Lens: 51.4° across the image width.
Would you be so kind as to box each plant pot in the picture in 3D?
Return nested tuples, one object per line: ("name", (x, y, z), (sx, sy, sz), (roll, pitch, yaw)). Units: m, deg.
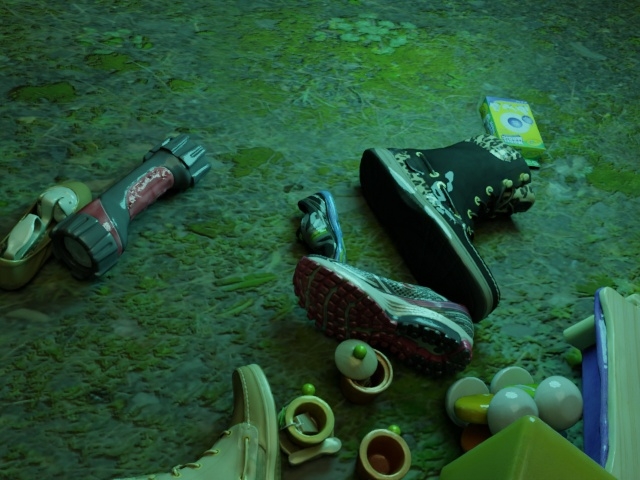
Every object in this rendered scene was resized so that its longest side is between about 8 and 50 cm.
("plant pot", (0.240, 0.372, 0.769), (0.212, 0.212, 0.187), (37, 48, 4))

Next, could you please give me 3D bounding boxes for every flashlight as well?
("flashlight", (-0.292, -0.062, 1.075), (0.103, 0.103, 0.304), (-1, 33, 37))

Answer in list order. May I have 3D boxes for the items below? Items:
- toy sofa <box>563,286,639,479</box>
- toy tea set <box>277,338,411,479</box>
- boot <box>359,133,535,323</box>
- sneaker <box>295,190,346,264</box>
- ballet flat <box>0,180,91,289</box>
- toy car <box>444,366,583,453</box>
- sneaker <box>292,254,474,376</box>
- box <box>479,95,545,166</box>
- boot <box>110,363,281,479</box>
("toy sofa", (0.421, 0.256, 0.955), (0.177, 0.150, 0.363), (29, 49, -12))
("toy tea set", (0.041, 0.278, 0.871), (0.199, 0.124, 0.336), (1, 52, -14))
("boot", (0.270, -0.047, 1.195), (0.284, 0.138, 0.377), (-15, 52, -26))
("sneaker", (0.000, 0.000, 1.133), (0.078, 0.067, 0.188), (-13, 56, 1))
("ballet flat", (-0.422, -0.027, 1.022), (0.080, 0.073, 0.232), (18, 49, 1))
("toy car", (0.279, 0.263, 0.954), (0.181, 0.159, 0.136), (-8, 89, -21))
("sneaker", (0.096, 0.105, 1.039), (0.299, 0.121, 0.112), (27, 40, -2))
("box", (0.416, -0.235, 1.440), (0.105, 0.043, 0.179), (4, 53, -12))
("boot", (-0.156, 0.282, 0.832), (0.203, 0.095, 0.262), (2, 62, -15))
